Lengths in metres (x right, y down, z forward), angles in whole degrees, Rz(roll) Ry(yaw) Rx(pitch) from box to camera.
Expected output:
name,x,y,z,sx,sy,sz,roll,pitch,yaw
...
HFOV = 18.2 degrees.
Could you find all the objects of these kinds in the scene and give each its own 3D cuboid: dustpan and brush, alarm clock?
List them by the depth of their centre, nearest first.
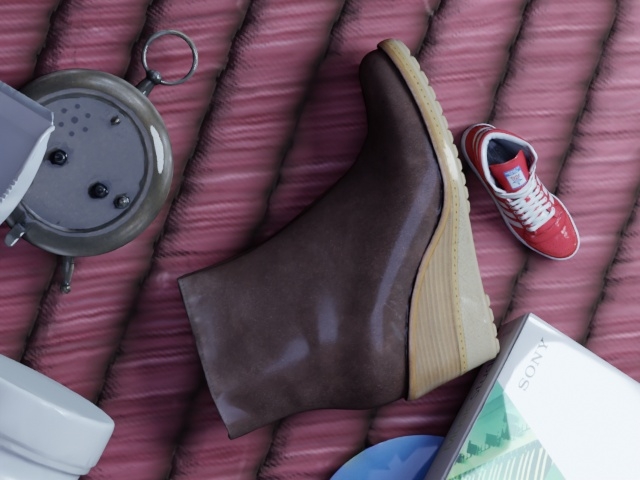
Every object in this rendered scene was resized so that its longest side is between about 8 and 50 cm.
name,x,y,z,sx,sy,sz,roll,pitch,yaw
dustpan and brush,-0.273,-0.015,1.343,0.147,0.060,0.211,30,109,31
alarm clock,-0.154,-0.069,1.374,0.129,0.064,0.192,40,85,-7

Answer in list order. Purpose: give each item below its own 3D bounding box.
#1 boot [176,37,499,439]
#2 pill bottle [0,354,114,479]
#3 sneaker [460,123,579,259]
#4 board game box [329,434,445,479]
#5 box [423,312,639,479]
name,x,y,z,sx,sy,sz,roll,pitch,yaw
boot,0.000,0.000,1.379,0.206,0.090,0.248,-14,92,-3
pill bottle,-0.257,0.216,1.324,0.162,0.162,0.278,27,90,-7
sneaker,0.145,-0.032,1.404,0.042,0.067,0.118,-41,97,-3
board game box,0.069,0.223,1.428,0.133,0.033,0.169,-10,89,-1
box,0.218,0.231,1.394,0.322,0.058,0.232,32,67,-6
